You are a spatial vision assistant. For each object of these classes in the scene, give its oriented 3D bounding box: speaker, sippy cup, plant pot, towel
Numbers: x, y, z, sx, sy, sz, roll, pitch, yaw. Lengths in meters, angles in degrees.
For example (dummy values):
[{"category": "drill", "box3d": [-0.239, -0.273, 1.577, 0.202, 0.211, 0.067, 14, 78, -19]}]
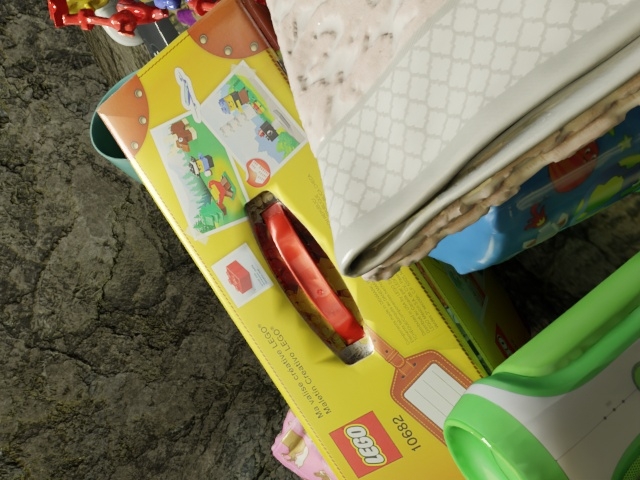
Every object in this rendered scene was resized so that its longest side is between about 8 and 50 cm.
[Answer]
[{"category": "speaker", "box3d": [0.240, 0.094, 0.493, 0.131, 0.296, 0.131, 49, 161, 23]}, {"category": "sippy cup", "box3d": [0.155, -0.098, 0.508, 0.240, 0.224, 0.306, 33, 151, 54]}, {"category": "plant pot", "box3d": [-0.389, -0.258, 1.618, 0.293, 0.293, 0.235, 45, 173, 33]}, {"category": "towel", "box3d": [0.086, -0.183, 0.367, 0.332, 0.053, 0.317, -40, 51, 37]}]

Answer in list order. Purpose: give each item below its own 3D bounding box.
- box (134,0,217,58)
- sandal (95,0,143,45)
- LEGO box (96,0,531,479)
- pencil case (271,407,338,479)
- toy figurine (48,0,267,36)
[{"category": "box", "box3d": [-0.247, -0.386, 1.217, 0.270, 0.143, 0.165, 63, 162, -18]}, {"category": "sandal", "box3d": [-0.432, -0.585, 1.290, 0.102, 0.169, 0.417, -16, 89, 49]}, {"category": "LEGO box", "box3d": [0.040, 0.002, 0.756, 0.500, 0.193, 0.372, 57, -160, 1]}, {"category": "pencil case", "box3d": [0.125, 0.331, 0.872, 0.386, 0.167, 0.160, 33, 150, 11]}, {"category": "toy figurine", "box3d": [-0.116, -0.360, 0.665, 0.191, 0.362, 0.217, 28, 133, 43]}]
